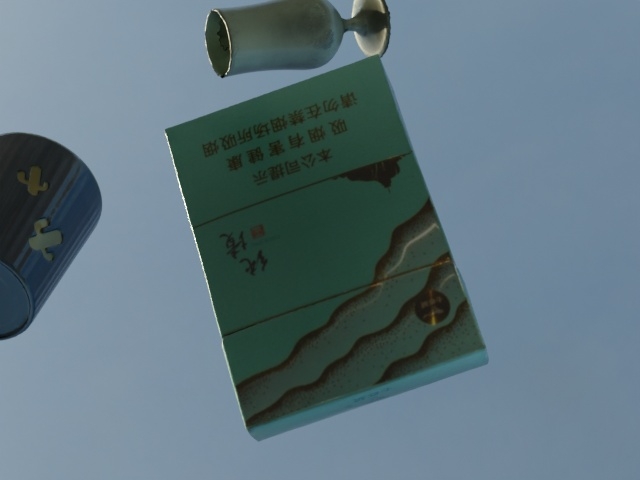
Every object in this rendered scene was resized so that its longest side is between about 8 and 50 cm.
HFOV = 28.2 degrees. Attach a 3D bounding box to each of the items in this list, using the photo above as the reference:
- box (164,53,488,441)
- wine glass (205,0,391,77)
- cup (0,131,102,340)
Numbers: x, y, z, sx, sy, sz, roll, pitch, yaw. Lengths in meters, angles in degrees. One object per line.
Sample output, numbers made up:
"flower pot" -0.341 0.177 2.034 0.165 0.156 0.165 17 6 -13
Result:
"box" 0.000 0.000 0.850 0.162 0.041 0.229 -19 -115 4
"wine glass" -0.031 -0.271 1.667 0.231 0.103 0.103 -13 -127 -24
"cup" -0.294 -0.013 1.123 0.131 0.176 0.155 -39 -157 34
